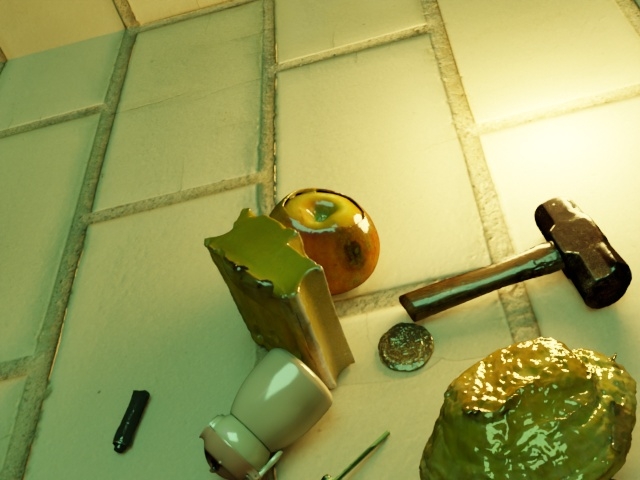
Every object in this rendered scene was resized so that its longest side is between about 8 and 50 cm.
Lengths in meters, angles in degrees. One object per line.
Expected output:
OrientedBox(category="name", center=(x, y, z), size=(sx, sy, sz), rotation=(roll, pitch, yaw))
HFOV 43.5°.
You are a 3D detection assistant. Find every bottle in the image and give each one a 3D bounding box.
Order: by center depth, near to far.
OrientedBox(category="bottle", center=(-0.105, 0.316, 1.399), size=(0.236, 0.148, 0.147), rotation=(-45, 48, -16))

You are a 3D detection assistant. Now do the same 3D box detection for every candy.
OrientedBox(category="candy", center=(0.016, 0.401, 1.318), size=(0.287, 0.084, 0.078), rotation=(-37, 41, -29))

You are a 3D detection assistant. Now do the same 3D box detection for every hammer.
OrientedBox(category="hammer", center=(0.349, 0.063, 1.533), size=(0.408, 0.095, 0.243), rotation=(-19, 42, 3))

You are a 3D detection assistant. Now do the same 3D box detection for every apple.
OrientedBox(category="apple", center=(0.000, 0.000, 1.635), size=(0.236, 0.208, 0.237), rotation=(-9, 45, 9))

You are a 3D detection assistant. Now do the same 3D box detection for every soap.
OrientedBox(category="soap", center=(-0.068, 0.114, 1.486), size=(0.143, 0.281, 0.259), rotation=(-37, 46, -22))

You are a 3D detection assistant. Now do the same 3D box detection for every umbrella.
OrientedBox(category="umbrella", center=(-0.365, 0.345, 1.541), size=(0.036, 0.031, 0.133), rotation=(-24, 35, 36))

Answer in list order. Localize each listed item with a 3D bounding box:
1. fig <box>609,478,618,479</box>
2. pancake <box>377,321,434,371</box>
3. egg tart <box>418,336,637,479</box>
OrientedBox(category="fig", center=(0.373, 0.406, 1.121), size=(0.186, 0.142, 0.148), rotation=(-4, 9, -3))
OrientedBox(category="pancake", center=(0.159, 0.200, 1.513), size=(0.114, 0.011, 0.115), rotation=(-10, 43, 10))
OrientedBox(category="egg tart", center=(0.304, 0.266, 1.208), size=(0.351, 0.153, 0.339), rotation=(-21, 14, 11))
